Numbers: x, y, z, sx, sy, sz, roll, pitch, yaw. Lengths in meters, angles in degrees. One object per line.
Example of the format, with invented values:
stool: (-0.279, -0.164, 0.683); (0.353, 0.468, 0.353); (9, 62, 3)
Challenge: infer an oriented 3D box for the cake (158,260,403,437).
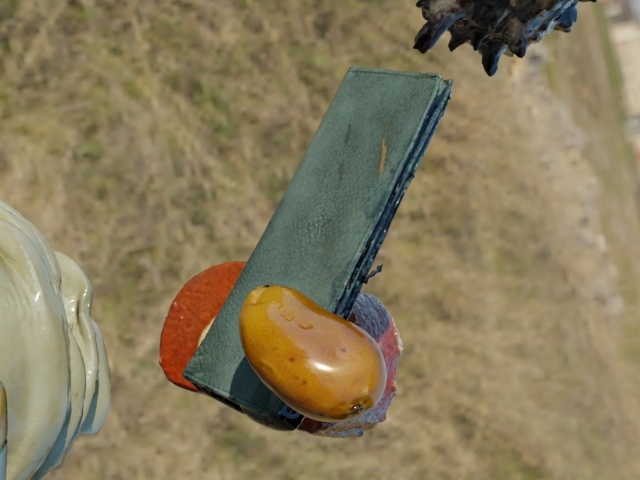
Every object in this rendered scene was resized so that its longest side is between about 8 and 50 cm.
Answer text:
cake: (-0.041, 0.122, 2.001); (0.151, 0.283, 0.177); (20, 87, -63)

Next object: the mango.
mango: (-0.016, 0.105, 1.519); (0.105, 0.159, 0.084); (-19, 128, -43)

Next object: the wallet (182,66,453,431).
wallet: (0.000, 0.000, 1.684); (0.046, 0.191, 0.379); (33, 80, -31)

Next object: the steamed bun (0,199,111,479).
steamed bun: (-0.320, 0.107, 1.705); (0.324, 0.219, 0.309); (99, -23, -43)

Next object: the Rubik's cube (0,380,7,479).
Rubik's cube: (-0.322, 0.222, 1.455); (0.254, 0.254, 0.254); (-12, 90, -79)

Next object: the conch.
conch: (0.198, -0.335, 1.829); (0.186, 0.241, 0.313); (7, 103, -49)
